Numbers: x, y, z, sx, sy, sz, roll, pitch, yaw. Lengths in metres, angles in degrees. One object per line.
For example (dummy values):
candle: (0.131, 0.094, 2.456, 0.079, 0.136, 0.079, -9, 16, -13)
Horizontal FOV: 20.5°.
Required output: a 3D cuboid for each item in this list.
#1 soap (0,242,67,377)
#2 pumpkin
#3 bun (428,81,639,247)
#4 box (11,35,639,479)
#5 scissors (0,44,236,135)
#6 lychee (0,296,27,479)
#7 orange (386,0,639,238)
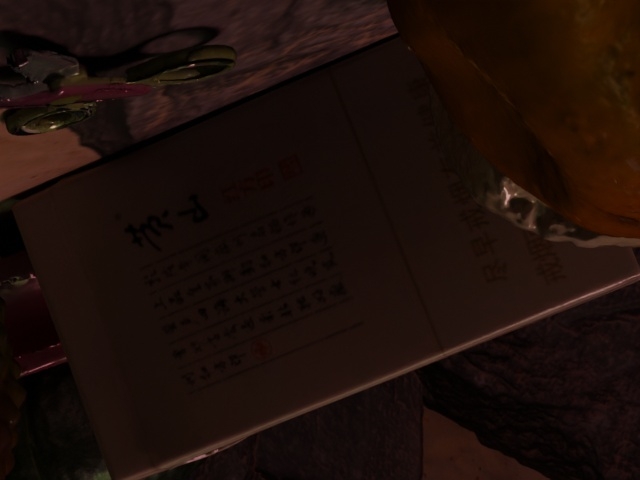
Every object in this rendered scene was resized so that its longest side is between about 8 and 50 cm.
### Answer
soap: (-0.180, 0.036, 1.283, 0.250, 0.099, 0.162, -19, 179, -19)
pumpkin: (-0.237, 0.161, 1.777, 0.300, 0.207, 0.300, -16, -173, 2)
bun: (0.169, -0.102, 0.965, 0.220, 0.220, 0.134, -20, 139, -11)
box: (0.000, 0.001, 1.145, 0.365, 0.204, 0.051, -22, 173, 8)
scissors: (-0.130, -0.078, 0.891, 0.133, 0.020, 0.187, -19, 176, 19)
lychee: (-0.259, 0.084, 0.760, 0.270, 0.270, 0.320, -20, 162, -11)
orange: (0.118, -0.129, 0.549, 0.183, 0.249, 0.249, 31, 144, -25)
